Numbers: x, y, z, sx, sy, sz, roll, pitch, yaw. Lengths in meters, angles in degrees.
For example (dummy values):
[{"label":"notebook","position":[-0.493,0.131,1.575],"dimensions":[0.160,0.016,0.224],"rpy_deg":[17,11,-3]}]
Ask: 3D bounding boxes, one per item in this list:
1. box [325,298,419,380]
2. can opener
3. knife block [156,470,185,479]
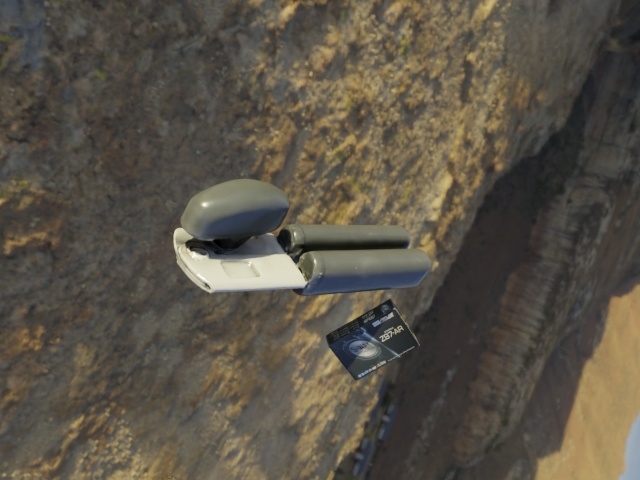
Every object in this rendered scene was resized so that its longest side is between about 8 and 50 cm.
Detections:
[{"label":"box","position":[0.057,0.110,0.737],"dimensions":[0.083,0.018,0.067],"rpy_deg":[-30,123,6]},{"label":"can opener","position":[0.000,0.000,0.621],"dimensions":[0.284,0.076,0.095],"rpy_deg":[-1,132,-40]},{"label":"knife block","position":[-0.278,0.492,0.935],"dimensions":[0.088,0.242,0.275],"rpy_deg":[57,17,-52]}]
